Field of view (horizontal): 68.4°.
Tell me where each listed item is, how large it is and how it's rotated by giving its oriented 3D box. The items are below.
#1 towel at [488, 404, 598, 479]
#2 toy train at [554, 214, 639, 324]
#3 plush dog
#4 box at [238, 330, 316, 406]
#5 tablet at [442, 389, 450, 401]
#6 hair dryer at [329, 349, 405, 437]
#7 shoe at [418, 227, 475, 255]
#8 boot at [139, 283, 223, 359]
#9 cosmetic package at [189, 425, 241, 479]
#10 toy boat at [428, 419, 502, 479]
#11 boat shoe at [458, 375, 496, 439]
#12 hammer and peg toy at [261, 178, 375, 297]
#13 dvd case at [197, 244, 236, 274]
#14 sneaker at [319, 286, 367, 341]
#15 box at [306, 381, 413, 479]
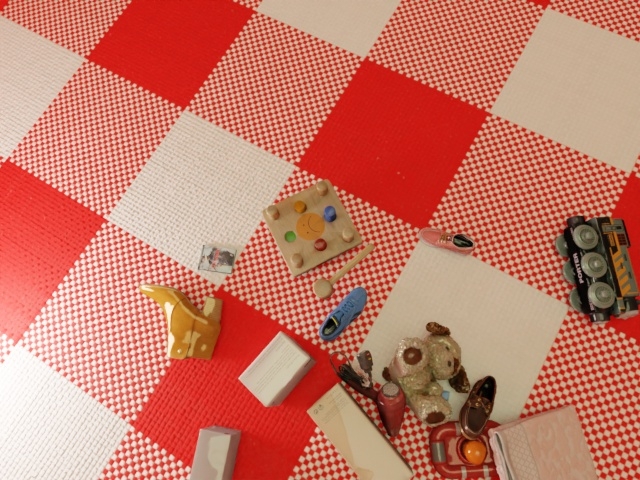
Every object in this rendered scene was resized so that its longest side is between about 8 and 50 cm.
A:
[{"bbox_3d":[0.614,0.636,1.249,0.316,0.053,0.332,-3,73,-24],"label":"towel"},{"bbox_3d":[0.844,0.080,1.418,0.190,0.142,0.335,-4,73,-6],"label":"toy train"},{"bbox_3d":[0.316,0.367,1.377,0.225,0.210,0.263,-23,94,-19],"label":"plush dog"},{"bbox_3d":[-0.119,0.381,1.390,0.119,0.182,0.181,40,80,17],"label":"box"},{"bbox_3d":[0.343,0.469,1.411,0.083,0.006,0.054,11,75,9],"label":"tablet"},{"bbox_3d":[0.159,0.438,1.370,0.080,0.223,0.294,-29,88,-27],"label":"hair dryer"},{"bbox_3d":[0.404,-0.005,1.506,0.177,0.081,0.064,20,76,11],"label":"shoe"},{"bbox_3d":[-0.464,0.263,1.498,0.294,0.104,0.212,12,75,5],"label":"boot"},{"bbox_3d":[-0.308,0.665,1.353,0.107,0.127,0.238,5,72,7],"label":"cosmetic package"},{"bbox_3d":[0.421,0.577,1.296,0.230,0.151,0.151,-6,73,4],"label":"toy boat"},{"bbox_3d":[0.442,0.457,1.311,0.073,0.073,0.207,32,38,9],"label":"boat shoe"},{"bbox_3d":[0.000,0.000,1.521,0.265,0.127,0.362,-27,73,-5],"label":"hammer and peg toy"},{"bbox_3d":[-0.349,0.064,1.593,0.119,0.013,0.087,8,74,8],"label":"dvd case"},{"bbox_3d":[0.074,0.228,1.470,0.069,0.082,0.209,39,79,16],"label":"sneaker"},{"bbox_3d":[0.111,0.563,1.334,0.121,0.148,0.311,-40,73,-6],"label":"box"}]
